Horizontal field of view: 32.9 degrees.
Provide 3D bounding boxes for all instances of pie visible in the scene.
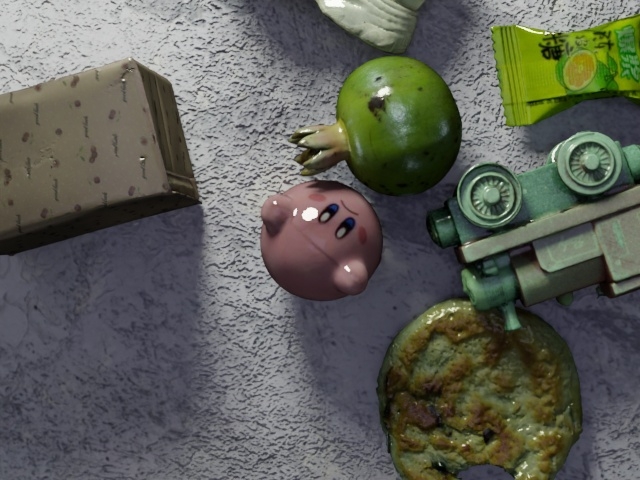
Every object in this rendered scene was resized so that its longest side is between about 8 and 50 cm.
[{"bbox_3d":[0.218,0.222,1.490,0.302,0.067,0.303,0,93,6],"label":"pie"}]

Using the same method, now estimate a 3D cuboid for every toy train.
[{"bbox_3d":[0.302,-0.013,1.429,0.304,0.150,0.221,-18,89,3],"label":"toy train"}]

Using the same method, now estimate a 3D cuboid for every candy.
[{"bbox_3d":[0.359,-0.231,1.460,0.246,0.069,0.149,-6,89,4],"label":"candy"}]

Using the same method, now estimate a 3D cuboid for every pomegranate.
[{"bbox_3d":[0.072,-0.141,1.421,0.225,0.187,0.187,-15,91,-9],"label":"pomegranate"}]

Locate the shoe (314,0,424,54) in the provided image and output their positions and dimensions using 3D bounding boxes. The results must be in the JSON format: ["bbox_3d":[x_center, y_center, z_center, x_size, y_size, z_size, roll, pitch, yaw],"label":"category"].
[{"bbox_3d":[0.014,-0.417,1.439,0.342,0.132,0.210,31,102,-2],"label":"shoe"}]

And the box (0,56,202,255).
[{"bbox_3d":[-0.338,-0.104,1.441,0.297,0.225,0.190,-16,89,4],"label":"box"}]

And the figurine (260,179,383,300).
[{"bbox_3d":[0.000,0.000,1.446,0.173,0.173,0.173,0,92,4],"label":"figurine"}]
